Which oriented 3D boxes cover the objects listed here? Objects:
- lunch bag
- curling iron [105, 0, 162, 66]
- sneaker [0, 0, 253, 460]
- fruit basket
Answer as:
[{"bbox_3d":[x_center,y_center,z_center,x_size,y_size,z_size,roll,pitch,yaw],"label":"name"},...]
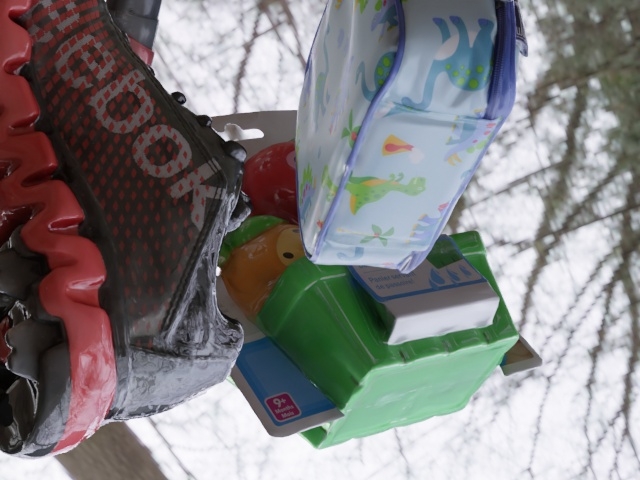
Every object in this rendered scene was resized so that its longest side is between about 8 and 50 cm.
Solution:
[{"bbox_3d":[0.046,-0.101,0.870,0.090,0.219,0.176,5,-129,-14],"label":"lunch bag"},{"bbox_3d":[-0.111,-0.108,0.764,0.068,0.035,0.274,39,-61,48],"label":"curling iron"},{"bbox_3d":[-0.104,-0.043,0.628,0.097,0.135,0.276,-39,-120,49],"label":"sneaker"},{"bbox_3d":[0.000,0.000,1.275,0.165,0.327,0.353,-52,-122,39],"label":"fruit basket"}]
